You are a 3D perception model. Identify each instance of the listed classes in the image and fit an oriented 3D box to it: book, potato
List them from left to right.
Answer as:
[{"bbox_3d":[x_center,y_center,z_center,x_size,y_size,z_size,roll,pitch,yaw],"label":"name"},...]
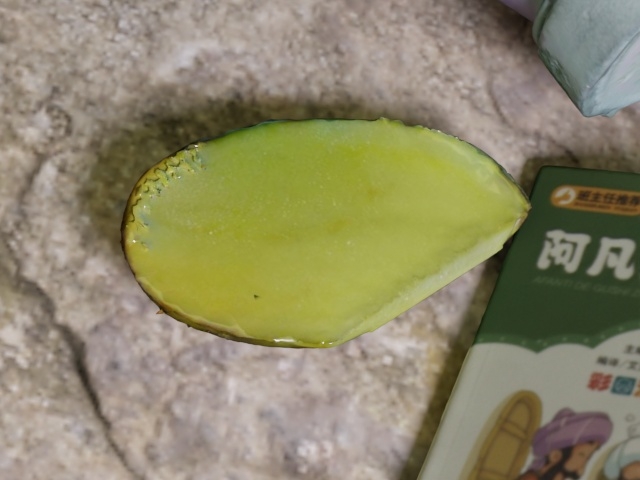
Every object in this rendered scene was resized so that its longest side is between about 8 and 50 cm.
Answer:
[{"bbox_3d":[0.000,0.000,0.953,0.198,0.054,0.119,-18,68,-20],"label":"potato"},{"bbox_3d":[0.148,0.088,0.897,0.202,0.027,0.264,8,62,34],"label":"book"}]

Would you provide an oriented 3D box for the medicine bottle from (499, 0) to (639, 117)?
[{"bbox_3d":[0.125,-0.230,0.960,0.245,0.245,0.290,-31,74,-19],"label":"medicine bottle"}]
